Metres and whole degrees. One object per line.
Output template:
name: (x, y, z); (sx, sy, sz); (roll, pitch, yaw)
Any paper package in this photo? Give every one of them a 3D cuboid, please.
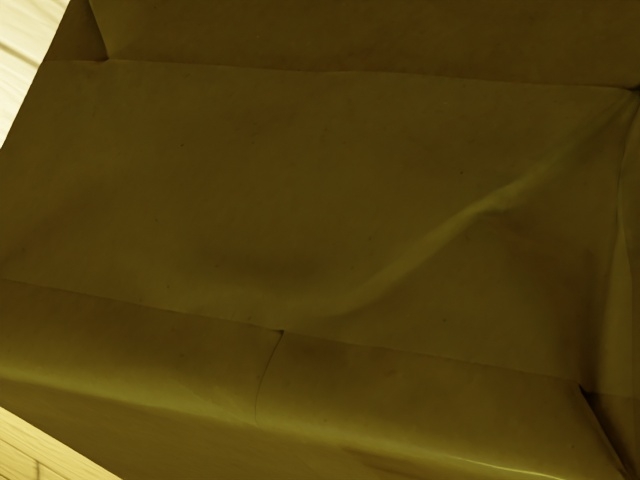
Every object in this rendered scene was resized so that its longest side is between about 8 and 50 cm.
paper package: (0.064, 0.051, 0.568); (0.309, 0.168, 0.325); (6, 155, 34)
